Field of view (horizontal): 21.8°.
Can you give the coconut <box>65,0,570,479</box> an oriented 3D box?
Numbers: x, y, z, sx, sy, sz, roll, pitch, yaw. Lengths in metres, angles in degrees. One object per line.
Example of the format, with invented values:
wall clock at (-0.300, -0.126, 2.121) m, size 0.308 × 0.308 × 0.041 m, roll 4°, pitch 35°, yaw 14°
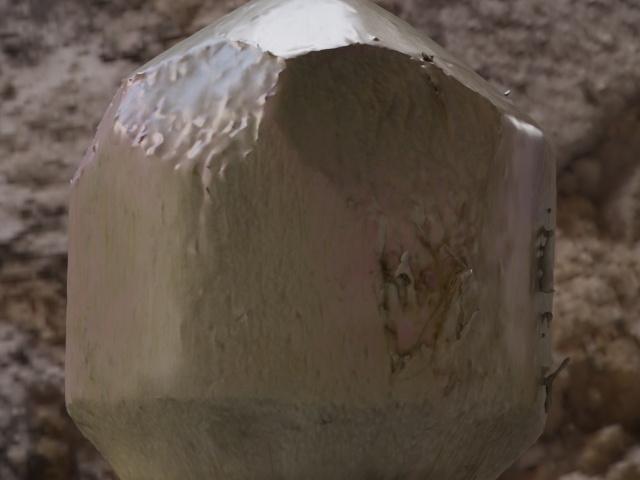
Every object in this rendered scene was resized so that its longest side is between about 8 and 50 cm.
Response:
coconut at (0.000, 0.000, 0.537) m, size 0.171 × 0.183 × 0.171 m, roll 2°, pitch -8°, yaw 0°
